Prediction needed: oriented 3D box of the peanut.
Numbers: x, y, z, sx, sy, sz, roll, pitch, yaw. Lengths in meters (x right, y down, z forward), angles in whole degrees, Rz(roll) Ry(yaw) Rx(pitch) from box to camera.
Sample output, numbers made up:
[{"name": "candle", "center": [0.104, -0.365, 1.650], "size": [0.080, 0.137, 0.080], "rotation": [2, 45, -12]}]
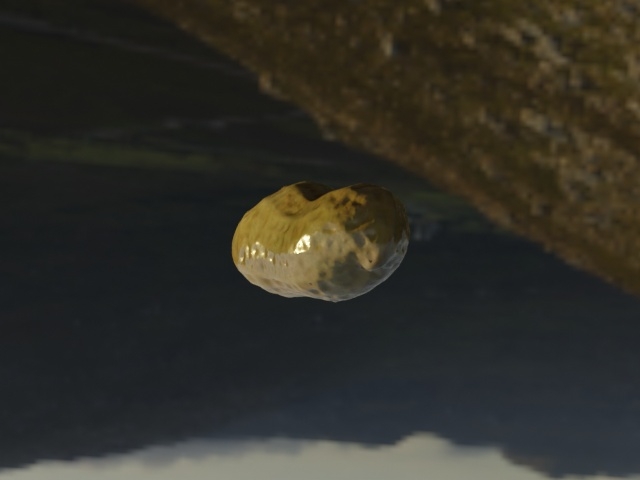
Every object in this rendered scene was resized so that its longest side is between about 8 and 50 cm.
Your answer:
[{"name": "peanut", "center": [0.000, 0.000, 0.731], "size": [0.054, 0.054, 0.113], "rotation": [7, 174, -31]}]
